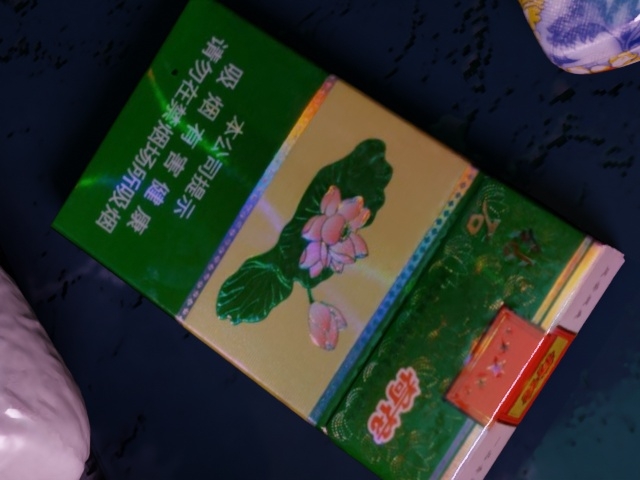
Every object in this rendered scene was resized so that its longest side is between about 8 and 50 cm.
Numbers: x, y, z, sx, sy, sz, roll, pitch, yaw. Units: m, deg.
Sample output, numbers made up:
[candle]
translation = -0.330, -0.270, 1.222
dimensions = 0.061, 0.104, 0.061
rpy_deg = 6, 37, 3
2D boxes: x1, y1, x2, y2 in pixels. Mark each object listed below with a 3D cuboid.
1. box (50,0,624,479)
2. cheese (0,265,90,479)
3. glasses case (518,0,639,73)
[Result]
[box]
translation = 0.000, 0.000, 0.803
dimensions = 0.235, 0.034, 0.132
rpy_deg = 35, 95, 28
[cheese]
translation = -0.208, 0.076, 0.821
dimensions = 0.189, 0.154, 0.198
rpy_deg = -36, 60, -5
[glasses case]
translation = 0.094, -0.189, 0.781
dimensions = 0.087, 0.065, 0.248
rpy_deg = -25, 68, 17
